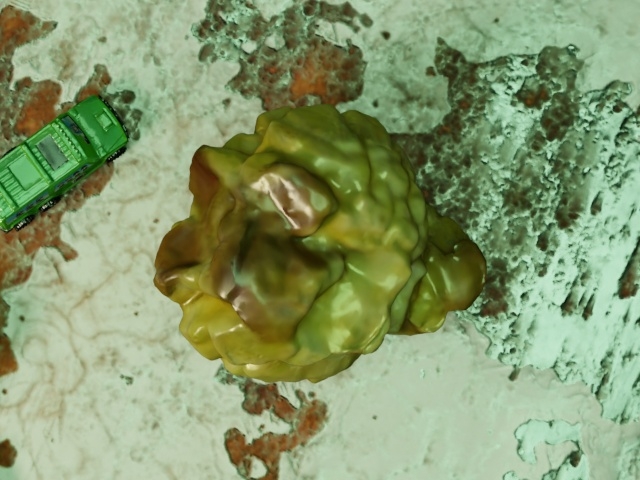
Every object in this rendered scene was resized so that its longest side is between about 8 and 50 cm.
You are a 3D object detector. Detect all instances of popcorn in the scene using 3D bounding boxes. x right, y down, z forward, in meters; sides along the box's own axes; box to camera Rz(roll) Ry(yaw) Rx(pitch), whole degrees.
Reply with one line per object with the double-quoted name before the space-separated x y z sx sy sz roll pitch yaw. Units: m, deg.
"popcorn" 0.000 0.000 1.559 0.332 0.225 0.265 -1 99 -22

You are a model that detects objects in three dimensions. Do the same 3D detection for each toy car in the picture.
"toy car" -0.270 -0.079 1.625 0.165 0.062 0.071 -36 87 -3
